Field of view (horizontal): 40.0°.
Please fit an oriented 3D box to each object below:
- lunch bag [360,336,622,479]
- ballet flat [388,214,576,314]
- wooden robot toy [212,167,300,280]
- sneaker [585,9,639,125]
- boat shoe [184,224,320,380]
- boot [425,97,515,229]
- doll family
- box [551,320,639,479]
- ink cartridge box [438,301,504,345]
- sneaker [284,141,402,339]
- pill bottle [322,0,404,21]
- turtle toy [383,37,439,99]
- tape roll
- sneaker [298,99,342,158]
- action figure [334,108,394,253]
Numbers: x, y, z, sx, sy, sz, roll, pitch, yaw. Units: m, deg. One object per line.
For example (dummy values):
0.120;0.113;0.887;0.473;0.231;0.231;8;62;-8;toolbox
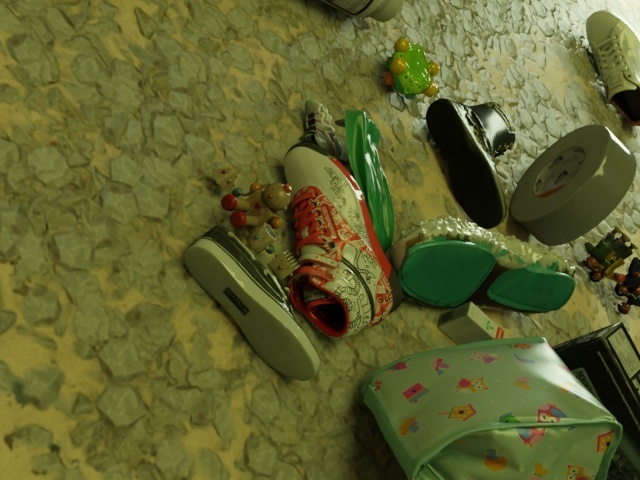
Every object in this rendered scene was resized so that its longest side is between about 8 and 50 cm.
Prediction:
0.198;0.232;1.098;0.262;0.160;0.223;-1;22;-13;lunch bag
0.231;0.033;1.361;0.409;0.147;0.146;15;58;-40;ballet flat
-0.068;-0.040;1.109;0.173;0.079;0.076;59;15;17;wooden robot toy
0.688;-0.396;2.015;0.123;0.106;0.290;-26;87;-50;sneaker
-0.069;0.073;1.075;0.219;0.078;0.070;50;44;-6;boat shoe
0.292;-0.142;1.524;0.179;0.085;0.236;-13;76;-48;boot
0.565;0.063;1.646;0.193;0.111;0.076;43;10;0;doll family
0.385;0.295;1.246;0.077;0.242;0.307;-23;84;-47;box
0.239;0.144;1.328;0.115;0.063;0.029;40;48;-19;ink cartridge box
0.001;0.000;1.171;0.145;0.090;0.270;-28;90;-50;sneaker
0.045;-0.432;1.444;0.194;0.108;0.108;18;56;-36;pill bottle
0.148;-0.292;1.489;0.095;0.066;0.130;32;48;-25;turtle toy
0.436;-0.097;1.533;0.072;0.219;0.219;41;46;-16;tape roll
-0.011;-0.160;1.288;0.069;0.038;0.098;-20;81;-47;sneaker
0.065;-0.062;1.275;0.137;0.064;0.232;13;68;-61;action figure
